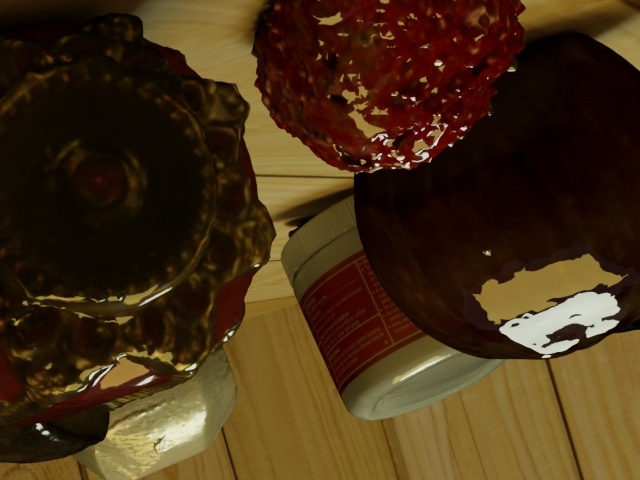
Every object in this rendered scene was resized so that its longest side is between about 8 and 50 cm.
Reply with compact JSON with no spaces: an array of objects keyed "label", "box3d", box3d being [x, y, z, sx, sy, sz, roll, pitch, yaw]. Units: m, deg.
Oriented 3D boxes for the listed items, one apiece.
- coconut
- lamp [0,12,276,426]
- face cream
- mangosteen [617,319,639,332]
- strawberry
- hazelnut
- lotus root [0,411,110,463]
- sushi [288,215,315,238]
[{"label":"coconut","box3d":[-0.221,0.154,1.932,0.230,0.227,0.227,-22,177,-15]},{"label":"lamp","box3d":[-0.124,-0.001,0.771,0.177,0.177,0.274,-14,173,-21]},{"label":"face cream","box3d":[0.085,0.059,1.751,0.201,0.187,0.201,-23,162,-8]},{"label":"mangosteen","box3d":[0.270,-0.017,1.676,0.243,0.243,0.243,-16,176,-1]},{"label":"strawberry","box3d":[0.036,-0.079,0.846,0.140,0.085,0.192,-12,173,-16]},{"label":"hazelnut","box3d":[0.130,-0.018,1.148,0.218,0.218,0.234,-11,176,-45]},{"label":"lotus root","box3d":[-0.249,0.063,1.105,0.142,0.210,0.314,-27,161,3]},{"label":"sushi","box3d":[0.000,0.000,1.879,0.055,0.052,0.120,-34,172,2]}]
